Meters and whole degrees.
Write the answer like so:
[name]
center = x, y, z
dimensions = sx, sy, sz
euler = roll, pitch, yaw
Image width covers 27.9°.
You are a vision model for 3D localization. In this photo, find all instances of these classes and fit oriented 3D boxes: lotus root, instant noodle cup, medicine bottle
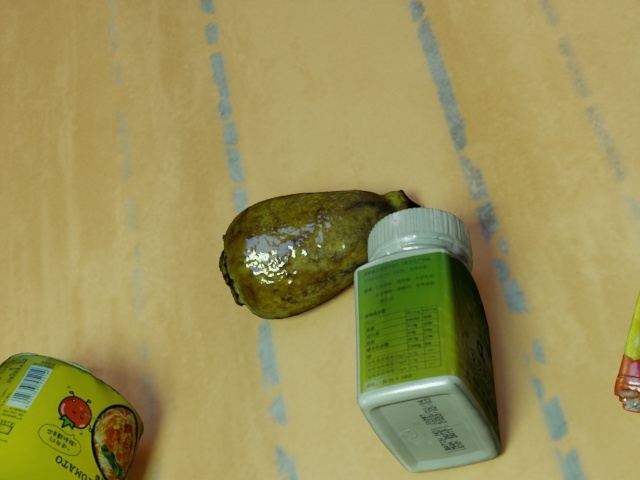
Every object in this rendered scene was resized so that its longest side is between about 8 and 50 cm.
[lotus root]
center = 0.000, 0.000, 1.163
dimensions = 0.191, 0.094, 0.108
euler = -23, 84, 4
[instant noodle cup]
center = -0.241, 0.191, 1.098
dimensions = 0.182, 0.182, 0.144
euler = 1, 48, 28
[medicine bottle]
center = 0.083, 0.073, 1.034
dimensions = 0.088, 0.132, 0.188
euler = -15, 51, 18

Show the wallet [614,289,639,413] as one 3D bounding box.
[wallet]
center = 0.341, 0.078, 0.942
dimensions = 0.241, 0.067, 0.141
euler = 7, 62, 31
